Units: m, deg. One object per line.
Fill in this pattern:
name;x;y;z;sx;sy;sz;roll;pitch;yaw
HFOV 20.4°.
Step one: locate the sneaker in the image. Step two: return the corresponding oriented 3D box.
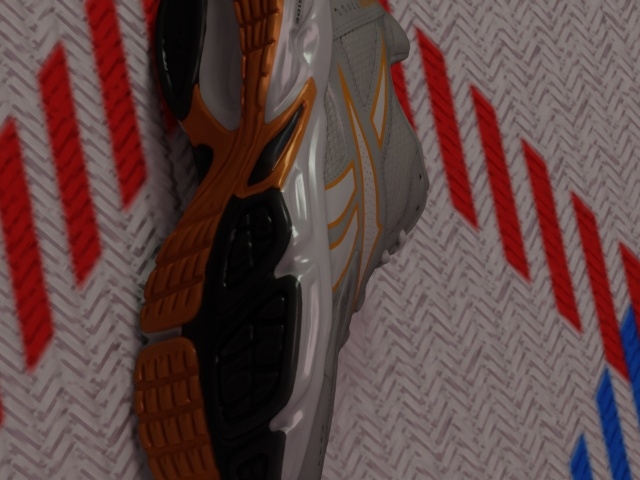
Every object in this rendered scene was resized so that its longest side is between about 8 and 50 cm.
sneaker;0.000;0.000;0.735;0.121;0.099;0.262;18;69;-42
